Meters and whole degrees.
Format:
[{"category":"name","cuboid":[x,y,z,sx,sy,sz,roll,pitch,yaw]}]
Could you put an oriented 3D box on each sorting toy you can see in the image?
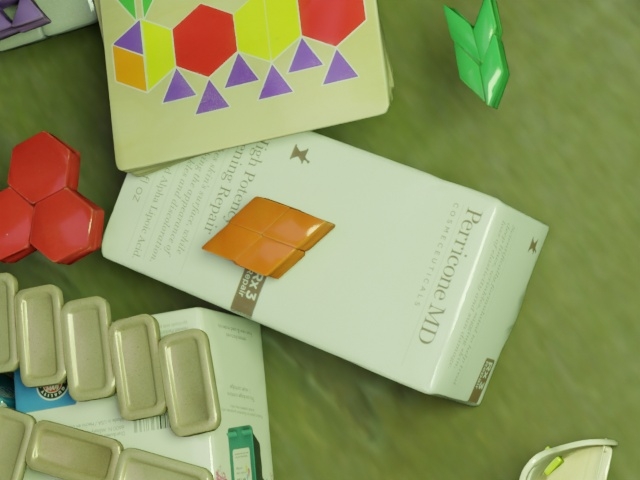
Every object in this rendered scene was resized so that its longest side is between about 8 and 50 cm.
[{"category":"sorting toy","cuboid":[0.122,0.141,1.070,0.045,0.075,0.083,10,85,26]}]

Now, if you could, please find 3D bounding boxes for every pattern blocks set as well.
[{"category":"pattern blocks set","cuboid":[-0.049,-0.118,1.134,0.325,0.026,0.285,-3,80,22]}]

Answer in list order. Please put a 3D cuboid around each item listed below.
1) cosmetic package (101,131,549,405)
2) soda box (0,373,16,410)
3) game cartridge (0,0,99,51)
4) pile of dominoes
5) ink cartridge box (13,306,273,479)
[{"category":"cosmetic package","cuboid":[0.000,0.000,1.149,0.231,0.085,0.117,20,90,28]},{"category":"soda box","cuboid":[-0.273,0.088,1.272,0.210,0.067,0.071,28,93,27]},{"category":"game cartridge","cuboid":[-0.152,-0.312,1.202,0.230,0.068,0.355,-15,100,16]},{"category":"pile of dominoes","cuboid":[-0.168,0.122,1.160,0.251,0.040,0.196,14,87,22]},{"category":"ink cartridge box","cuboid":[-0.100,0.165,1.169,0.134,0.078,0.231,-11,77,25]}]
